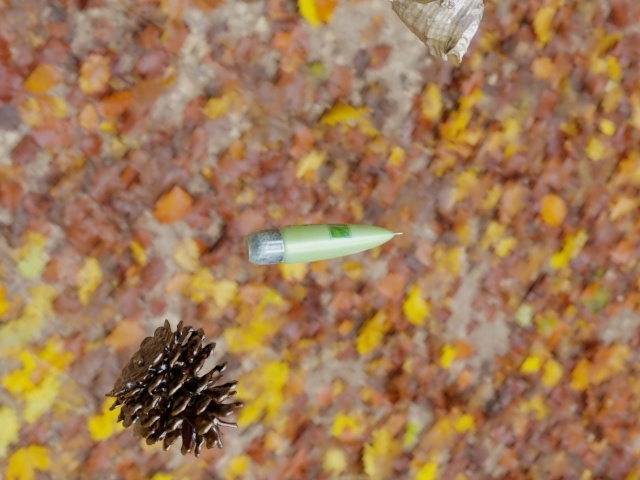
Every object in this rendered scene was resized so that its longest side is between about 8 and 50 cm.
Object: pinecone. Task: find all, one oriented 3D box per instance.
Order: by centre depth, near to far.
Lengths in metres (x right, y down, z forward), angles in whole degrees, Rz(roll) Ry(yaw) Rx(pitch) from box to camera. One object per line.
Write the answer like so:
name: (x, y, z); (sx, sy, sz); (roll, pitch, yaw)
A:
pinecone: (-0.176, 0.200, 1.797); (0.165, 0.163, 0.163); (45, 82, -17)

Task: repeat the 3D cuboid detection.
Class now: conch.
conch: (0.167, -0.374, 2.045); (0.163, 0.178, 0.245); (-12, 88, -10)

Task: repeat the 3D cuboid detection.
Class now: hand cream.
hand cream: (0.000, 0.000, 1.628); (0.175, 0.095, 0.046); (-8, 88, -9)

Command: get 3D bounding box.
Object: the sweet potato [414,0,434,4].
sweet potato: (0.116, -0.317, 1.644); (0.233, 0.062, 0.081); (-27, 101, -77)
